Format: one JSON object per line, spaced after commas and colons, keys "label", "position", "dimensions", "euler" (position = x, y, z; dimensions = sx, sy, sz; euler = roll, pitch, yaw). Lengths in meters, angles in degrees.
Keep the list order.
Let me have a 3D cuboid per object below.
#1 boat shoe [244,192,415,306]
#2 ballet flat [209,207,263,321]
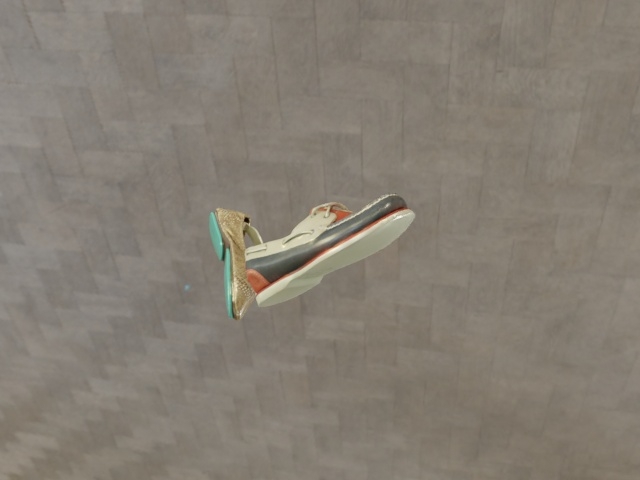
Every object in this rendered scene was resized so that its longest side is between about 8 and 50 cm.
{"label": "boat shoe", "position": [0.000, 0.000, 0.457], "dimensions": [0.049, 0.043, 0.137], "euler": [-2, 157, -47]}
{"label": "ballet flat", "position": [-0.103, 0.024, 0.957], "dimensions": [0.067, 0.206, 0.073], "euler": [-2, 132, -16]}
